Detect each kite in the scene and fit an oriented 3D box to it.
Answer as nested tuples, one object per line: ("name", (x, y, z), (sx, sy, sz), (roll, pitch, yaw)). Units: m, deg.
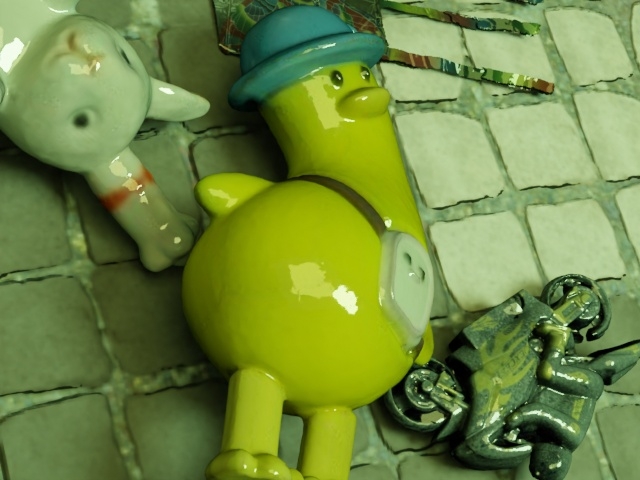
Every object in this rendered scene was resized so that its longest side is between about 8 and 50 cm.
("kite", (0.053, -0.181, 0.904), (0.285, 0.015, 0.152), (11, 68, -15))

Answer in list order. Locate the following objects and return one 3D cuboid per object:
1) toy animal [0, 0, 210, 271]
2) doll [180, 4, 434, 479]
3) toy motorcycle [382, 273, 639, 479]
("toy animal", (-0.167, -0.110, 0.708), (0.282, 0.138, 0.140), (34, 69, -5))
("doll", (0.000, 0.000, 0.746), (0.199, 0.145, 0.363), (33, 49, -34))
("toy motorcycle", (0.143, 0.102, 0.795), (0.193, 0.061, 0.124), (-25, 73, -22))
